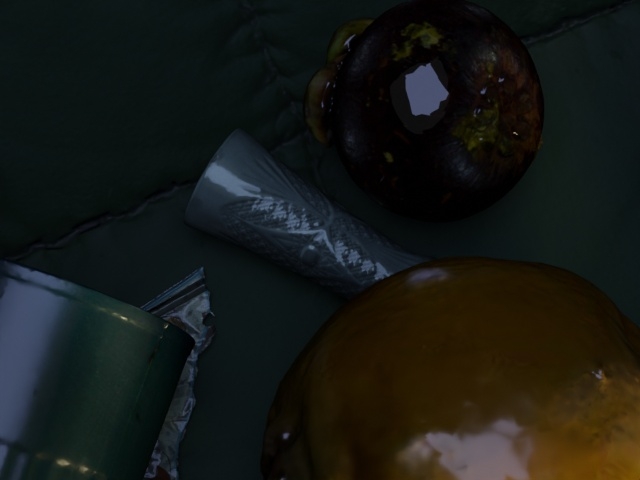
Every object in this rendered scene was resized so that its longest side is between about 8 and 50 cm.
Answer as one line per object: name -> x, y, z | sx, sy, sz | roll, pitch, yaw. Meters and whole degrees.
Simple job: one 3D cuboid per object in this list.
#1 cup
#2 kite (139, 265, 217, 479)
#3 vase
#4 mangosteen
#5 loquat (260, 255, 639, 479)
cup -> -0.286, 0.167, 1.319 | 0.308, 0.242, 0.292 | 16, 79, 4
kite -> -0.161, 0.214, 1.430 | 0.368, 0.014, 0.406 | 8, 76, 5
vase -> 0.000, 0.000, 1.438 | 0.219, 0.096, 0.096 | 31, 80, 5
mangosteen -> 0.077, -0.114, 1.430 | 0.217, 0.192, 0.192 | 17, 75, 45
loquat -> 0.114, 0.169, 1.276 | 0.328, 0.328, 0.328 | 0, 77, 2
